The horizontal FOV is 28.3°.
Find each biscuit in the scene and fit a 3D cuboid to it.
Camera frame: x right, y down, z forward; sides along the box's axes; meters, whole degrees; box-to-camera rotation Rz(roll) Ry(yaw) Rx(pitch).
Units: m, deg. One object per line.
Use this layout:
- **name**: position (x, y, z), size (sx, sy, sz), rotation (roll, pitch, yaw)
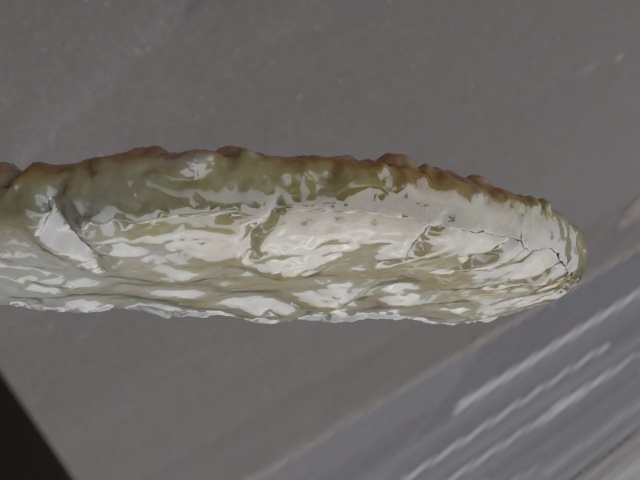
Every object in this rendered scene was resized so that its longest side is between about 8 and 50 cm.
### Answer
- **biscuit**: position (0.000, 0.002, 0.442), size (0.290, 0.038, 0.141), rotation (6, 164, -32)
